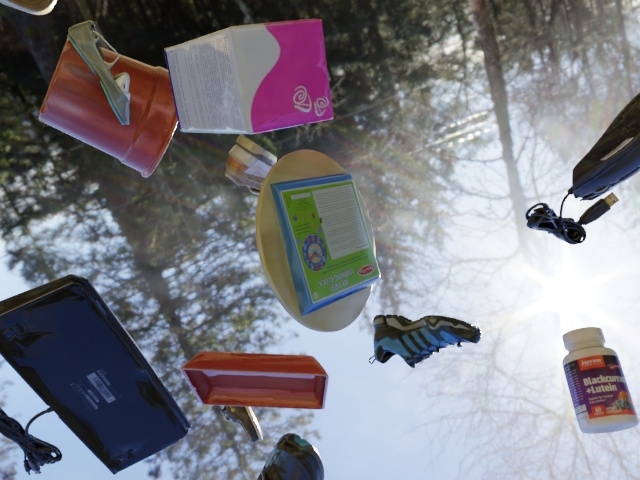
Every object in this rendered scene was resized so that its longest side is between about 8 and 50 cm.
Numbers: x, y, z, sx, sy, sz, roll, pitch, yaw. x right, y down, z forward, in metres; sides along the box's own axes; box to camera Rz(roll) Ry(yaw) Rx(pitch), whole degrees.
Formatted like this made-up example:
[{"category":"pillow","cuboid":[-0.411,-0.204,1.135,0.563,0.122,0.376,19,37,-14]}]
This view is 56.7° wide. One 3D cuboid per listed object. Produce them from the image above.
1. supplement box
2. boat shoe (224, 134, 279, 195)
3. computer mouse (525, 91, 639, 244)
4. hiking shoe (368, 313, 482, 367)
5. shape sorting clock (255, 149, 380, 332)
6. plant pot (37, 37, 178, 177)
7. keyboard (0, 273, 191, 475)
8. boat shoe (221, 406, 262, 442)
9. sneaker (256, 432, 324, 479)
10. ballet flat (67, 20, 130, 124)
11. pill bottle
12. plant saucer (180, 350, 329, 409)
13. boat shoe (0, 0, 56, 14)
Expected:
[{"category":"supplement box","cuboid":[-0.093,-0.192,0.711,0.111,0.114,0.220,-16,-163,-28]},{"category":"boat shoe","cuboid":[-0.137,-0.159,1.452,0.103,0.113,0.302,-56,152,3]},{"category":"computer mouse","cuboid":[0.432,-0.089,0.867,0.262,0.184,0.060,-50,-129,17]},{"category":"hiking shoe","cuboid":[0.267,0.262,1.510,0.304,0.132,0.113,-6,160,41]},{"category":"shape sorting clock","cuboid":[0.000,0.000,0.666,0.040,0.206,0.206,-17,-165,37]},{"category":"plant pot","cuboid":[-0.485,-0.321,1.375,0.265,0.272,0.272,21,175,-27]},{"category":"keyboard","cuboid":[-0.304,0.187,0.719,0.202,0.317,0.033,-25,-142,-8]},{"category":"boat shoe","cuboid":[-0.219,0.405,1.473,0.069,0.227,0.081,-27,176,-14]},{"category":"sneaker","cuboid":[-0.094,0.549,1.229,0.125,0.340,0.140,29,-152,20]},{"category":"ballet flat","cuboid":[-0.424,-0.338,1.191,0.068,0.213,0.072,-30,-164,-6]},{"category":"pill bottle","cuboid":[0.545,0.275,1.176,0.108,0.108,0.193,-15,-120,18]},{"category":"plant saucer","cuboid":[-0.116,0.268,1.138,0.259,0.258,0.047,3,-119,0]},{"category":"boat shoe","cuboid":[-0.697,-0.573,1.250,0.121,0.341,0.110,-56,178,-17]}]
